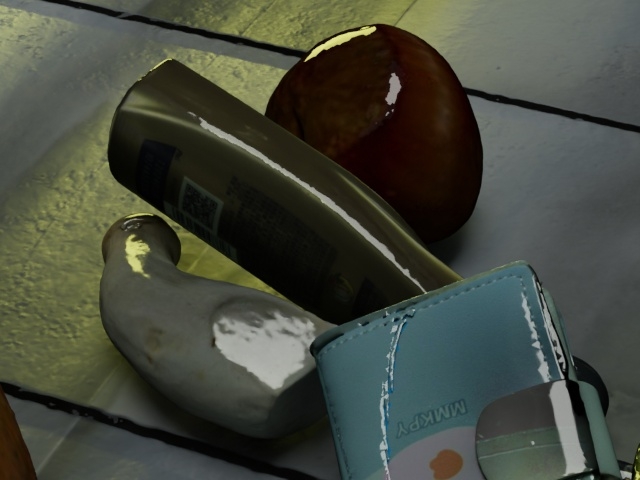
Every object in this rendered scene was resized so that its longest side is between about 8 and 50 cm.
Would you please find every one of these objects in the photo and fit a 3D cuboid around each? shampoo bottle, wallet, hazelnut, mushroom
[{"bbox_3d":[0.000,0.000,1.389,0.350,0.126,0.084,34,52,18],"label":"shampoo bottle"},{"bbox_3d":[0.096,0.148,1.180,0.176,0.075,0.250,-21,56,13],"label":"wallet"},{"bbox_3d":[0.044,-0.082,1.502,0.178,0.178,0.204,-25,14,-27],"label":"hazelnut"},{"bbox_3d":[-0.093,0.058,1.372,0.118,0.103,0.270,-25,38,-31],"label":"mushroom"}]

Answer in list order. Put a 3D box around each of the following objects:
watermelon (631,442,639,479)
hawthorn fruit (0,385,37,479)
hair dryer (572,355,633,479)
[{"bbox_3d":[0.327,0.212,1.087,0.330,0.189,0.331,7,18,-2],"label":"watermelon"},{"bbox_3d":[-0.291,0.148,1.145,0.277,0.277,0.298,8,13,13],"label":"hawthorn fruit"},{"bbox_3d":[0.216,0.158,1.262,0.219,0.071,0.124,18,43,14],"label":"hair dryer"}]
